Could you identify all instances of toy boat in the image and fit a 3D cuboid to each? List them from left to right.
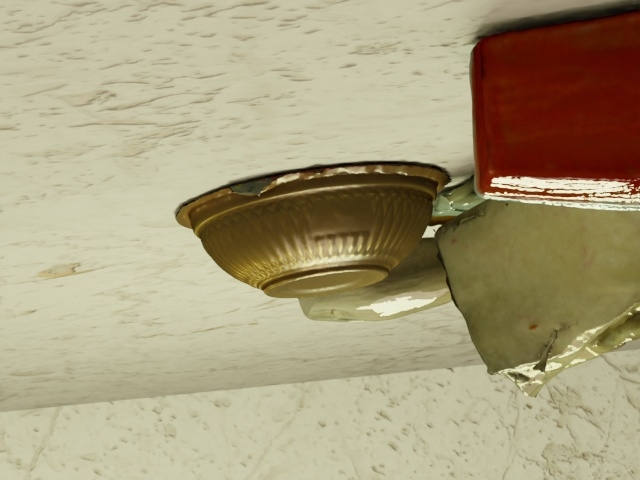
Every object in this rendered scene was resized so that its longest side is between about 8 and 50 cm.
[{"bbox_3d":[0.274,-0.091,1.274,0.331,0.145,0.133,-3,171,7],"label":"toy boat"}]

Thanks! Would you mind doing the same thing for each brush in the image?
[{"bbox_3d":[0.163,-0.055,1.748,0.085,0.020,0.336,-7,170,-8],"label":"brush"}]

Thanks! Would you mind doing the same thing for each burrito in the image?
[{"bbox_3d":[0.276,0.009,1.657,0.135,0.190,0.332,-1,158,-45],"label":"burrito"}]

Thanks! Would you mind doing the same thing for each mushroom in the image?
[{"bbox_3d":[0.076,0.038,1.926,0.246,0.096,0.108,-6,-174,16],"label":"mushroom"}]

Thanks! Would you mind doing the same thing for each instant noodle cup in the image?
[{"bbox_3d":[0.000,0.000,1.731,0.274,0.091,0.274,-9,169,-2],"label":"instant noodle cup"}]
